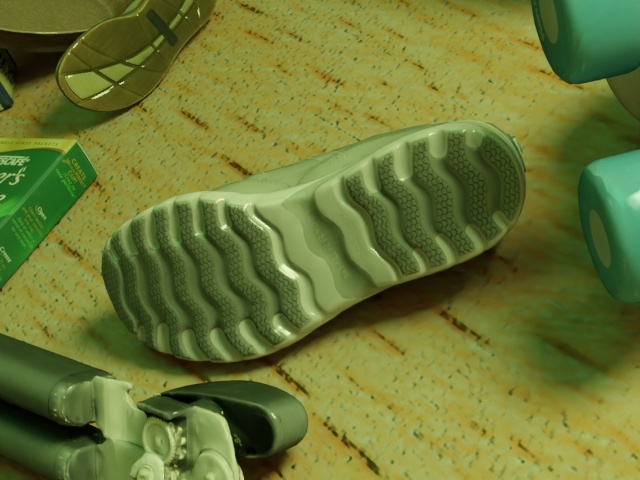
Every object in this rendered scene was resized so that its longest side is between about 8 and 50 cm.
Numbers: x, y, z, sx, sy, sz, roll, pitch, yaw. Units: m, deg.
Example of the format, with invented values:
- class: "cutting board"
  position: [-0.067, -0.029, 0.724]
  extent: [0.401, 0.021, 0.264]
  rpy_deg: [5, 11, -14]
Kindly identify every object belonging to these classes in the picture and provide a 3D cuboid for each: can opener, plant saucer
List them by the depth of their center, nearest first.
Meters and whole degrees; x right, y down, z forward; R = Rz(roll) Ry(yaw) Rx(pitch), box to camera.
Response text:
- class: "can opener"
  position: [-0.130, 0.105, 0.811]
  extent: [0.280, 0.074, 0.093]
  rpy_deg: [10, 15, 40]
- class: "plant saucer"
  position: [-0.263, -0.217, 1.267]
  extent: [0.198, 0.036, 0.198]
  rpy_deg: [7, 33, -5]

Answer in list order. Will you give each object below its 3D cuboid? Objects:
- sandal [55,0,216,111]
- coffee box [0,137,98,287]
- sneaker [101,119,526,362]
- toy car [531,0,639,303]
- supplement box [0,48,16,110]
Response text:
- class: "sandal"
  position: [-0.155, -0.168, 1.167]
  extent: [0.049, 0.072, 0.180]
  rpy_deg: [-10, 34, 50]
- class: "coffee box"
  position: [-0.264, -0.006, 1.052]
  extent: [0.113, 0.040, 0.184]
  rpy_deg: [5, 47, 39]
- class: "sneaker"
  position: [0.000, 0.000, 0.846]
  extent: [0.281, 0.105, 0.115]
  rpy_deg: [-14, 7, 22]
- class: "toy car"
  position: [0.220, -0.088, 0.751]
  extent: [0.219, 0.210, 0.238]
  rpy_deg: [-14, 6, -3]
- class: "supplement box"
  position: [-0.326, -0.146, 1.259]
  extent: [0.083, 0.056, 0.083]
  rpy_deg: [-23, 35, 7]
